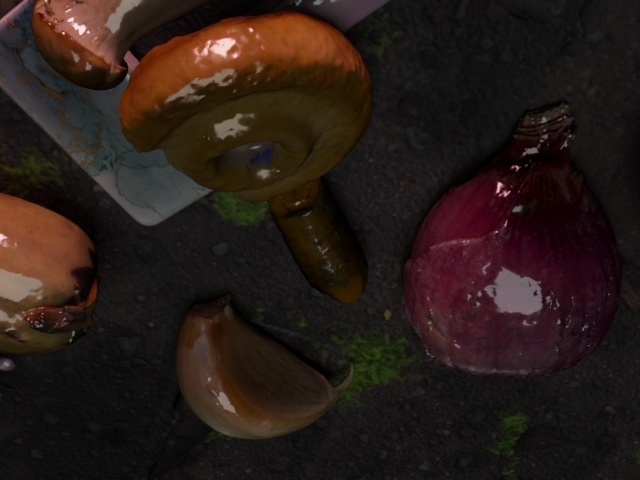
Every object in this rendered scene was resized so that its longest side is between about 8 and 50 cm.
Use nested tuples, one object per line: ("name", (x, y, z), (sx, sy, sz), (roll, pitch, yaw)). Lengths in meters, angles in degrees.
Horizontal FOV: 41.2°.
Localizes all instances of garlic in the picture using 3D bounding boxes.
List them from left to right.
("garlic", (-0.088, 0.184, 1.139), (0.245, 0.145, 0.164), (31, 90, -22))

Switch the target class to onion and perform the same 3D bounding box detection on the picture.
("onion", (0.235, 0.029, 0.984), (0.267, 0.159, 0.348), (-1, 127, -1))

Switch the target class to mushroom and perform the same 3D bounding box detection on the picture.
("mushroom", (-0.117, -0.274, 0.770), (0.350, 0.128, 0.128), (-40, 117, 10))

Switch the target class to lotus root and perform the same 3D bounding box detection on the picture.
("lotus root", (-0.408, 0.026, 0.994), (0.310, 0.182, 0.182), (21, 124, -11))

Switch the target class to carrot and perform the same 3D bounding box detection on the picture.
("carrot", (0.000, 0.000, 1.016), (0.082, 0.082, 0.173), (-20, 126, 16))

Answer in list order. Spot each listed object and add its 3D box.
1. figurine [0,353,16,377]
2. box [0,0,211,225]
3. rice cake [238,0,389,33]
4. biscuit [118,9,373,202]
("figurine", (-0.547, 0.145, 1.126), (0.260, 0.103, 0.205), (35, 118, -11))
("box", (-0.238, -0.142, 0.944), (0.142, 0.044, 0.285), (-28, 120, 25))
("rice cake", (0.064, -0.273, 0.823), (0.399, 0.064, 0.070), (-30, 127, 21))
("biscuit", (-0.053, -0.126, 0.844), (0.213, 0.091, 0.274), (-31, 152, 24))
